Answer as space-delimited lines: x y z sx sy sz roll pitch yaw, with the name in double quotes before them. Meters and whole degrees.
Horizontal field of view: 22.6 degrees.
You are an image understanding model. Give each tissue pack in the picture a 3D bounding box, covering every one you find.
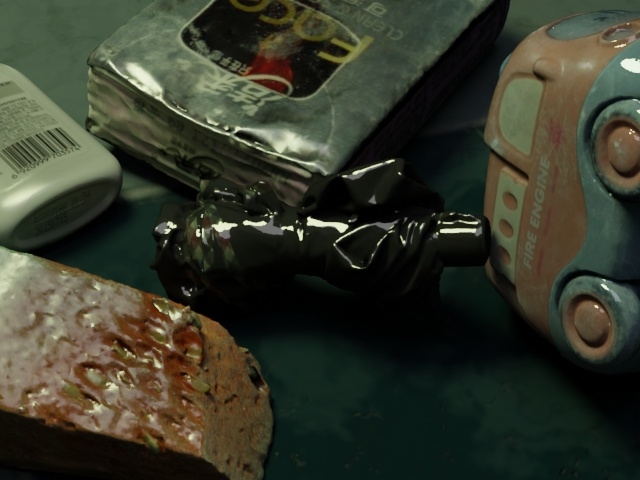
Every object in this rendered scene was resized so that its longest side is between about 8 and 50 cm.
"tissue pack" -0.012 -0.172 1.468 0.259 0.122 0.361 26 48 20

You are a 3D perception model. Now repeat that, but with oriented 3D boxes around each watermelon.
"watermelon" -0.147 0.103 1.202 0.256 0.140 0.193 22 56 10

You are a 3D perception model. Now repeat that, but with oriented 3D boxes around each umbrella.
"umbrella" -0.001 -0.001 1.268 0.272 0.122 0.110 -1 1 19

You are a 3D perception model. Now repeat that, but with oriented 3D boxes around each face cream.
"face cream" -0.308 -0.100 1.421 0.144 0.071 0.291 -30 53 -30

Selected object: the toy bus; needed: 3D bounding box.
"toy bus" 0.227 -0.052 1.237 0.197 0.294 0.232 -15 33 -35
